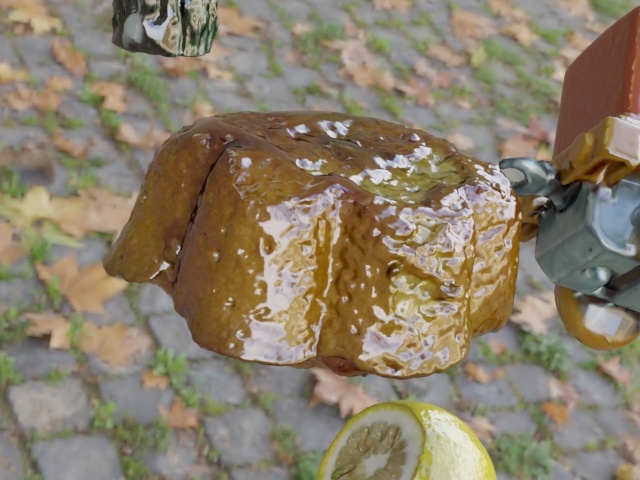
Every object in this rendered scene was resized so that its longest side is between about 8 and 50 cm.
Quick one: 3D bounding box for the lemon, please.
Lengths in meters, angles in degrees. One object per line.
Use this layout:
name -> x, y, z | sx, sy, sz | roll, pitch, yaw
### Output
lemon -> 0.131, 0.348, 1.769 | 0.219, 0.240, 0.240 | 38, 20, -34

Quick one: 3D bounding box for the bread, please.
bread -> 0.012, 0.004, 0.806 | 0.246, 0.135, 0.232 | -5, 27, -39

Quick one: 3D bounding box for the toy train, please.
toy train -> 0.297, -0.027, 0.974 | 0.369, 0.163, 0.232 | 18, 65, -15

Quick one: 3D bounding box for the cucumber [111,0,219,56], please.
cucumber -> -0.075, -0.175, 0.583 | 0.058, 0.187, 0.058 | -3, 23, 1
